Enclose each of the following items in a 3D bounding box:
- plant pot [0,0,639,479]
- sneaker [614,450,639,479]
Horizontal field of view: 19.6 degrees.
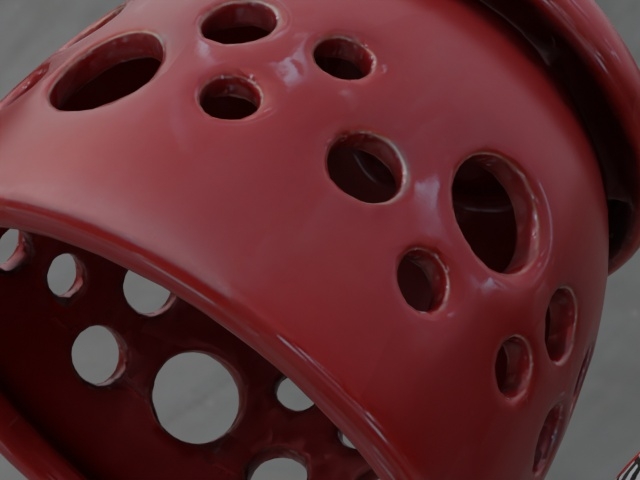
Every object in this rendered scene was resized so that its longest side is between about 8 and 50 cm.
[{"bbox_3d":[0.000,0.000,0.549,0.191,0.191,0.174,11,51,40],"label":"plant pot"},{"bbox_3d":[0.197,0.032,0.439,0.270,0.145,0.090,-37,-25,2],"label":"sneaker"}]
